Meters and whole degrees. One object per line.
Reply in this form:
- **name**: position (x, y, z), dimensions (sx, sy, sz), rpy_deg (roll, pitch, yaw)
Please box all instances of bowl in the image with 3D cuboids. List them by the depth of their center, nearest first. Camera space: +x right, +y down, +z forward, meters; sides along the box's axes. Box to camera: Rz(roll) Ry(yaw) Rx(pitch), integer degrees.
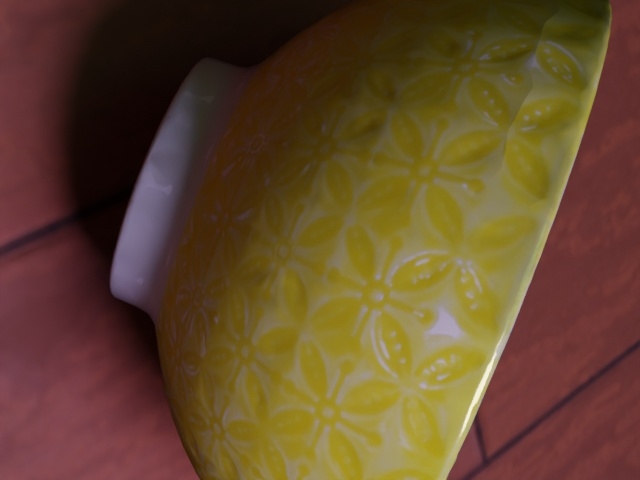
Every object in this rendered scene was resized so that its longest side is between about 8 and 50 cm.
- **bowl**: position (0.000, 0.000, 0.634), dimensions (0.156, 0.289, 0.289), rpy_deg (21, 73, 2)
